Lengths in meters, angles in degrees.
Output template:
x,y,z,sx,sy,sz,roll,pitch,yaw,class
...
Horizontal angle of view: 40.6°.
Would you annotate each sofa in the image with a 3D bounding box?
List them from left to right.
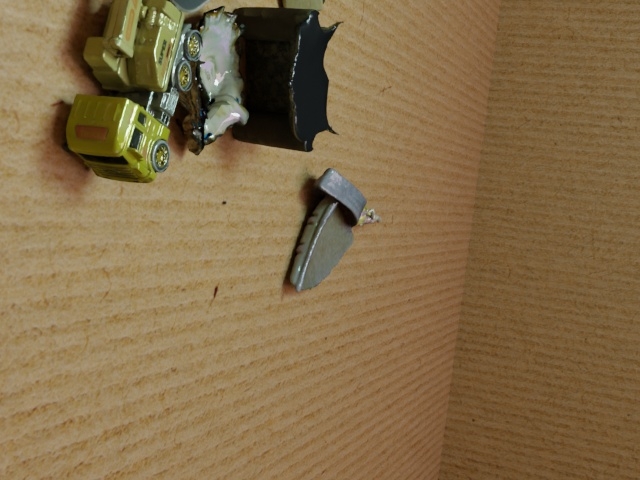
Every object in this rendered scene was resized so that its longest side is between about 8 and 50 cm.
x,y,z,sx,sy,sz,roll,pitch,yaw,class
-0.083,-0.307,1.632,0.182,0.200,0.258,-20,117,-53,sofa

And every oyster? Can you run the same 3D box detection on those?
x,y,z,sx,sy,sz,roll,pitch,yaw,class
-0.187,-0.278,1.515,0.198,0.092,0.259,7,82,-68,oyster

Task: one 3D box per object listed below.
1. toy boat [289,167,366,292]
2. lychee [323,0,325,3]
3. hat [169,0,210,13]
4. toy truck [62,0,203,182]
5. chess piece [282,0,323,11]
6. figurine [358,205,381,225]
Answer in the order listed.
x,y,z,sx,sy,sz,roll,pitch,yaw,class
0.017,-0.023,2.095,0.276,0.111,0.293,9,102,-67,toy boat
-0.020,-0.531,1.852,0.067,0.068,0.083,-163,-106,-69,lychee
-0.161,-0.448,1.337,0.275,0.232,0.160,-13,102,-51,hat
-0.277,-0.231,1.251,0.157,0.124,0.272,42,59,-64,toy truck
-0.049,-0.541,1.754,0.200,0.090,0.090,79,29,-45,chess piece
0.109,-0.072,2.326,0.187,0.083,0.083,10,89,-62,figurine
